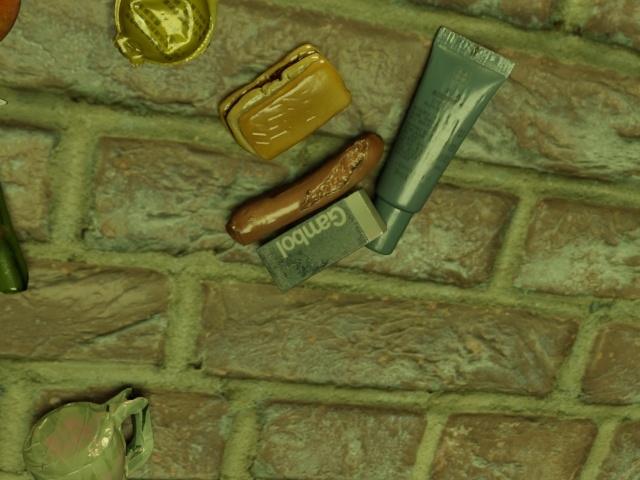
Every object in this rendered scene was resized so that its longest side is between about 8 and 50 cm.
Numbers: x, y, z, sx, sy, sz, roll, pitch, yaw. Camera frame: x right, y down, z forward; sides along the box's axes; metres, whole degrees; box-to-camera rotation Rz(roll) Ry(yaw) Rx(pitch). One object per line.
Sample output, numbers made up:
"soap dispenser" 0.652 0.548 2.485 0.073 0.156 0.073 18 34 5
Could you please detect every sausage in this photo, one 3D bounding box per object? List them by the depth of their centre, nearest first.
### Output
"sausage" -0.022 -0.083 1.576 0.304 0.078 0.078 -29 121 1

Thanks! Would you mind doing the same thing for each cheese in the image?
"cheese" -0.199 -0.357 1.390 0.250 0.064 0.156 -44 121 -1

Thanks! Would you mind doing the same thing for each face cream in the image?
"face cream" 0.174 -0.154 1.585 0.136 0.086 0.385 27 108 2

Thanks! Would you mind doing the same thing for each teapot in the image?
"teapot" -0.412 0.378 1.696 0.163 0.221 0.178 10 134 24

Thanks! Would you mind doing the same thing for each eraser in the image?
"eraser" 0.000 0.000 1.598 0.212 0.046 0.092 -31 92 17

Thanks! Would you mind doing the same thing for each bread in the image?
"bread" -0.056 -0.214 1.501 0.200 0.077 0.116 -34 128 5

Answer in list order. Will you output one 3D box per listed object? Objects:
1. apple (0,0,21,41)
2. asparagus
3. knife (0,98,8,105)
"apple" -0.496 -0.348 1.256 0.209 0.164 0.209 -8 121 -13
"asparagus" -0.517 -0.041 1.473 0.060 0.067 0.277 0 117 16
"knife" -0.553 -0.215 1.401 0.170 0.010 0.023 6 115 -19
